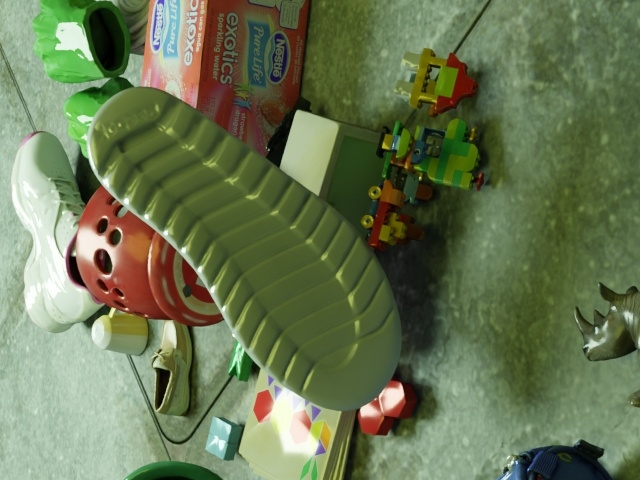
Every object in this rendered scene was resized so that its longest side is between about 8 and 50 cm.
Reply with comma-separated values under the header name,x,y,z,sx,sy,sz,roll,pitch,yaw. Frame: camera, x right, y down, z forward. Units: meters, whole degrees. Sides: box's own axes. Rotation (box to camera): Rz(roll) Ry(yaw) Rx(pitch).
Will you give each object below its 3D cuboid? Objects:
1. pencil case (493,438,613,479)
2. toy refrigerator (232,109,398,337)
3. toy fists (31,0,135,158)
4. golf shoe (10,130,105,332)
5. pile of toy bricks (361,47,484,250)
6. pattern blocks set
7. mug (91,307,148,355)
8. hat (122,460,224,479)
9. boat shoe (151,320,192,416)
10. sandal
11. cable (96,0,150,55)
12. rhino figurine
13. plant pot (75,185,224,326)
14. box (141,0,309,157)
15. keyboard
name,x,y,z,sx,sy,sz,roll,pitch,yaw
pencil case,0.157,0.305,1.352,0.133,0.119,0.306,50,129,6
toy refrigerator,0.000,0.000,1.585,0.094,0.102,0.269,24,99,51
toy fists,-0.306,-0.216,1.947,0.142,0.096,0.279,7,129,39
golf shoe,-0.374,-0.022,2.093,0.140,0.115,0.306,-17,79,39
pile of toy bricks,0.122,-0.083,1.478,0.105,0.118,0.212,13,85,17
pattern blocks set,-0.023,0.221,1.662,0.325,0.026,0.285,34,107,50
mug,-0.285,0.122,1.983,0.062,0.064,0.078,-14,74,51
hat,-0.181,0.356,1.857,0.209,0.183,0.172,-3,94,10
boat shoe,-0.202,0.167,1.887,0.050,0.045,0.135,-16,73,50
sandal,-0.069,-0.002,1.493,0.169,0.102,0.416,-42,90,-2
cable,-0.223,-0.382,1.943,0.257,0.089,0.257,-48,51,40
rhino figurine,0.309,0.096,1.224,0.243,0.073,0.106,25,110,52
plant pot,-0.184,0.011,1.767,0.174,0.191,0.191,13,96,49
box,-0.117,-0.252,1.742,0.142,0.154,0.299,10,95,53
keyboard,-0.047,-0.094,1.636,0.108,0.023,0.180,100,-170,-46
